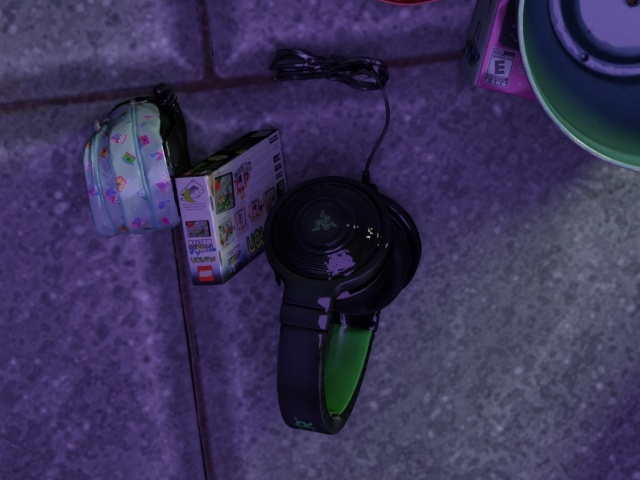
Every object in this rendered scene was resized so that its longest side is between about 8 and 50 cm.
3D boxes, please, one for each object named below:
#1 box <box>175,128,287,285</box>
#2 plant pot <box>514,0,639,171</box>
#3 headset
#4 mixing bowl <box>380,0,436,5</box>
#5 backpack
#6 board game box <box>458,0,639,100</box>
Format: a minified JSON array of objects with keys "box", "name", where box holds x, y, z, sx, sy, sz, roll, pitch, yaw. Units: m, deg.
[{"box":[-0.086,-0.037,1.693,0.036,0.207,0.114,-2,105,20],"name":"box"},{"box":[0.317,-0.226,1.578,0.293,0.196,0.293,-1,104,-4],"name":"plant pot"},{"box":[0.000,0.000,1.711,0.185,0.243,0.394,11,88,14],"name":"headset"},{"box":[0.086,-0.336,1.684,0.181,0.098,0.181,-1,103,-4],"name":"mixing bowl"},{"box":[-0.184,-0.067,1.692,0.115,0.182,0.152,-19,105,1],"name":"backpack"},{"box":[0.295,-0.289,1.711,0.224,0.097,0.303,12,103,-7],"name":"board game box"}]
